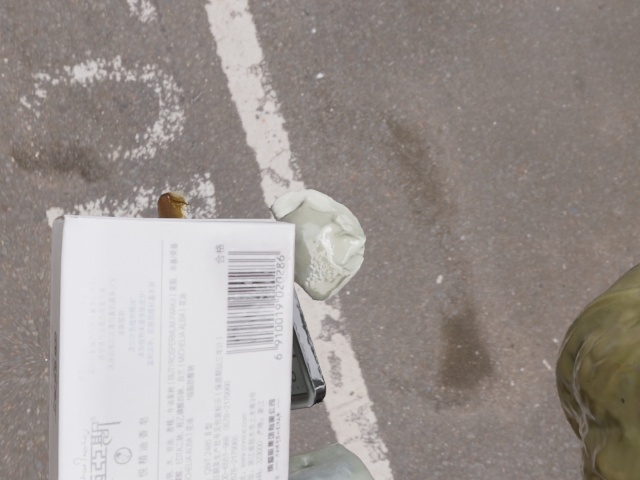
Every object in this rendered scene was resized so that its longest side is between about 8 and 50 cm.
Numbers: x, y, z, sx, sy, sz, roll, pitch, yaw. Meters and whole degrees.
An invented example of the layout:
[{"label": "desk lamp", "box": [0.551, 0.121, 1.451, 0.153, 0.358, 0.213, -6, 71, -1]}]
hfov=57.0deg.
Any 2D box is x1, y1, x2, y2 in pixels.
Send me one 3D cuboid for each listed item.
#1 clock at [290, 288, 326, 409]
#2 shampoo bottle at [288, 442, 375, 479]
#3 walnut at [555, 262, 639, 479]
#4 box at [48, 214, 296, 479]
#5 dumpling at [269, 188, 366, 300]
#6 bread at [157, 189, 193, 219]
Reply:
[{"label": "clock", "box": [-0.103, 0.155, 1.006, 0.049, 0.279, 0.273, -13, 81, -37]}, {"label": "shampoo bottle", "box": [-0.026, 0.526, 1.015, 0.323, 0.322, 0.317, -10, 83, -26]}, {"label": "walnut", "box": [0.381, 0.163, 0.592, 0.253, 0.282, 0.276, -9, 115, 7]}, {"label": "box", "box": [-0.139, 0.115, 0.550, 0.203, 0.116, 0.274, 0, 92, -28]}, {"label": "dumpling", "box": [0.002, 0.003, 1.089, 0.167, 0.216, 0.126, -20, 126, -7]}, {"label": "bread", "box": [-0.203, -0.009, 0.859, 0.044, 0.126, 0.129, -15, 85, -24]}]
